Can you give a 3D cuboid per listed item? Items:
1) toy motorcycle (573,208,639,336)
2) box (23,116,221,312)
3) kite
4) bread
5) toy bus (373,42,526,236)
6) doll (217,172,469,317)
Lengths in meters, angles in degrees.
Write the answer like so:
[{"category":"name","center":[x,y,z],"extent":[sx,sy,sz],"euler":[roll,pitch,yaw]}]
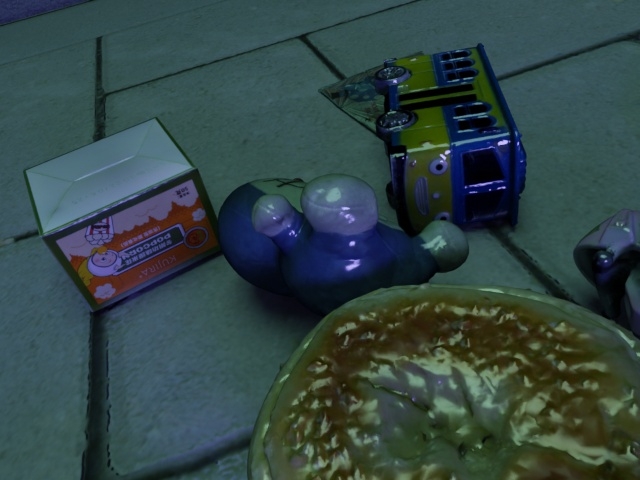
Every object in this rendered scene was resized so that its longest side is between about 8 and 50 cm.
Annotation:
[{"category":"toy motorcycle","center":[0.315,0.082,0.449],"extent":[0.188,0.143,0.326],"euler":[-2,55,26]},{"category":"box","center":[-0.260,-0.039,0.729],"extent":[0.195,0.148,0.177],"euler":[-27,44,-17]},{"category":"kite","center":[0.140,-0.287,1.016],"extent":[0.315,0.011,0.335],"euler":[7,44,23]},{"category":"bread","center":[0.102,0.161,0.386],"extent":[0.306,0.158,0.305],"euler":[-8,36,6]},{"category":"toy bus","center":[0.169,-0.145,0.744],"extent":[0.175,0.138,0.287],"euler":[-6,40,10]},{"category":"doll","center":[0.000,0.000,0.588],"extent":[0.228,0.153,0.258],"euler":[16,9,-36]}]
